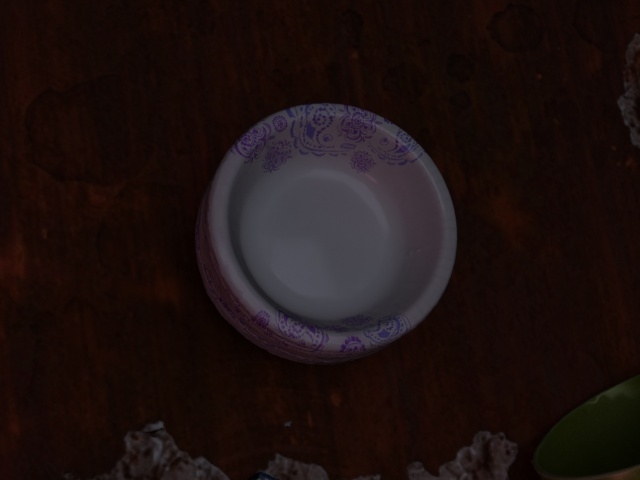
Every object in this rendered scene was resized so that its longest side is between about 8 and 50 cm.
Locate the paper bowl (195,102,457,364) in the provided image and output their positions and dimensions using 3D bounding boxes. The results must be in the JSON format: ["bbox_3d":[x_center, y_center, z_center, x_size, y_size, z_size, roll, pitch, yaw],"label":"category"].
[{"bbox_3d":[0.000,0.000,1.561,0.284,0.148,0.284,5,72,-15],"label":"paper bowl"}]

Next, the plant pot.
[{"bbox_3d":[0.422,0.321,1.543,0.274,0.275,0.294,-29,98,-21],"label":"plant pot"}]

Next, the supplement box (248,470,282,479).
[{"bbox_3d":[-0.049,0.307,1.503,0.083,0.056,0.083,24,69,-7],"label":"supplement box"}]
